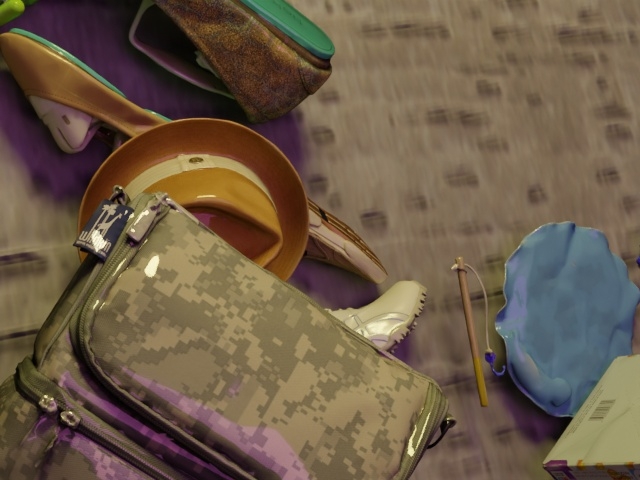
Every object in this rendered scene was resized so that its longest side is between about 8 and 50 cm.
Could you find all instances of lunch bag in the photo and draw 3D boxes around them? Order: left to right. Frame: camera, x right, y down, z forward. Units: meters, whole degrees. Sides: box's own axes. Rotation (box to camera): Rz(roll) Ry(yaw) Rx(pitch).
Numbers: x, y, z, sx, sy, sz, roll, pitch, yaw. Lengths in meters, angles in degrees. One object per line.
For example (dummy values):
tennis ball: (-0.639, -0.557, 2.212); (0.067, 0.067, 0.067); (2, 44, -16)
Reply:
lunch bag: (-0.085, 0.138, 1.103); (0.305, 0.212, 0.256); (34, 81, -6)

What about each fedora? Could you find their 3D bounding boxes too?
fedora: (-0.094, -0.003, 1.214); (0.194, 0.079, 0.194); (-5, 109, -17)

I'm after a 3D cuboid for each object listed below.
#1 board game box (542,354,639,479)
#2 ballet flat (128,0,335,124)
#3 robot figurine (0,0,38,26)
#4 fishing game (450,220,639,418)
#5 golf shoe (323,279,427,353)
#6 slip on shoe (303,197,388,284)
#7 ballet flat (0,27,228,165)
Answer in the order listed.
board game box: (0.359, 0.246, 1.376); (0.275, 0.142, 0.144); (49, 61, -16)
ballet flat: (-0.142, -0.225, 1.263); (0.348, 0.123, 0.123); (41, 63, -17)
robot figurine: (-0.266, -0.223, 1.224); (0.115, 0.067, 0.101); (-5, 68, -29)
fishing game: (0.232, 0.076, 1.428); (0.264, 0.041, 0.189); (-14, 92, -35)
golf shoe: (0.019, 0.078, 1.302); (0.086, 0.069, 0.176); (48, 60, -3)
slip on shoe: (0.000, 0.000, 1.326); (0.135, 0.051, 0.041); (38, 103, -23)
ballet flat: (-0.169, -0.088, 1.239); (0.232, 0.080, 0.073); (30, 77, -18)
